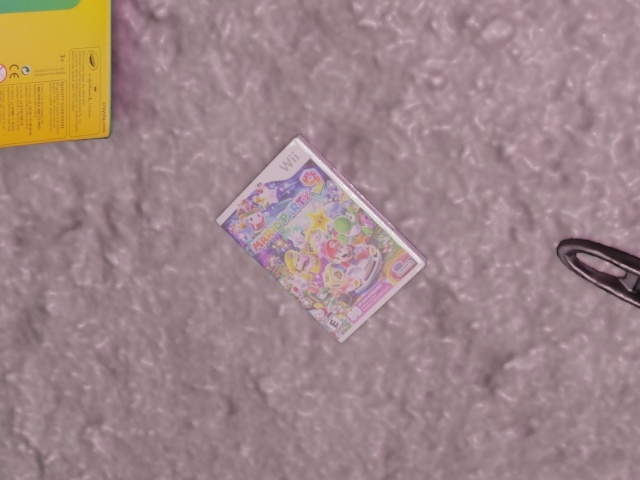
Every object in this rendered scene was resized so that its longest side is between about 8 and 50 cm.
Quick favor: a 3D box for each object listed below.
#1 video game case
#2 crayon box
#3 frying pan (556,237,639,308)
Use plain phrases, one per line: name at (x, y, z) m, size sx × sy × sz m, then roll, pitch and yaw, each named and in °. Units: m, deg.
video game case at (0.000, 0.000, 0.959) m, size 0.122 × 0.011 × 0.087 m, roll 44°, pitch 114°, yaw -2°
crayon box at (-0.217, -0.195, 0.864) m, size 0.081 × 0.165 × 0.278 m, roll 30°, pitch 123°, yaw 52°
frying pan at (0.322, 0.067, 0.863) m, size 0.326 × 0.053 × 0.197 m, roll 42°, pitch 122°, yaw -5°
